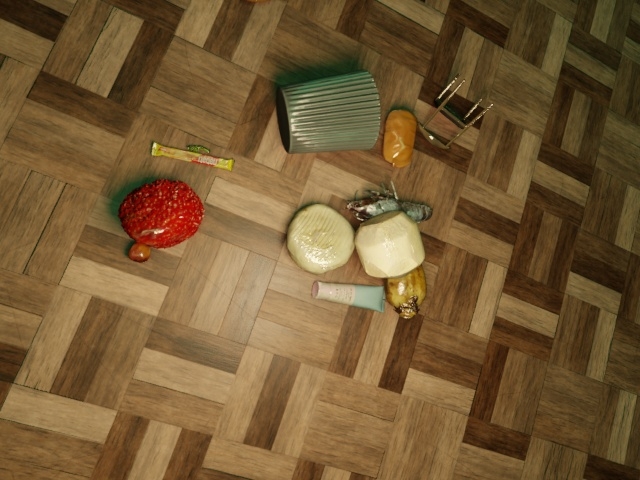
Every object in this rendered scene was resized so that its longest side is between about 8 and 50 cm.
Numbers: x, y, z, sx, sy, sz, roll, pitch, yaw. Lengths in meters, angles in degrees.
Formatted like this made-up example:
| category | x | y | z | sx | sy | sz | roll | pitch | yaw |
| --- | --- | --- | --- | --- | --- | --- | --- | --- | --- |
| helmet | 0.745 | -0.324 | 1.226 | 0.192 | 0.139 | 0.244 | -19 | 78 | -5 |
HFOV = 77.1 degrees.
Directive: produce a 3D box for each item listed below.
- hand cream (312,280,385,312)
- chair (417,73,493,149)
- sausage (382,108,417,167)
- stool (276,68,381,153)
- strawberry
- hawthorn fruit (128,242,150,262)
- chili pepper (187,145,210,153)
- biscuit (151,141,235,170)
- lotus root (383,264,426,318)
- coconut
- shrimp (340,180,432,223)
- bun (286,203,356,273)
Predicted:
| category | x | y | z | sx | sy | sz | roll | pitch | yaw |
| --- | --- | --- | --- | --- | --- | --- | --- | --- | --- |
| hand cream | 0.123 | 0.213 | 1.594 | 0.313 | 0.070 | 0.111 | 12 | 80 | -22 |
| chair | 0.566 | -0.546 | 1.729 | 0.188 | 0.166 | 0.272 | 34 | 120 | -11 |
| sausage | 0.327 | -0.420 | 1.664 | 0.136 | 0.120 | 0.241 | 5 | 84 | 0 |
| stool | 0.019 | -0.466 | 1.502 | 0.330 | 0.297 | 0.297 | -11 | 88 | -13 |
| strawberry | -0.528 | -0.091 | 1.335 | 0.261 | 0.257 | 0.260 | 1 | 78 | -6 |
| hawthorn fruit | -0.626 | 0.040 | 1.390 | 0.077 | 0.077 | 0.077 | 1 | 85 | -15 |
| chili pepper | -0.452 | -0.341 | 1.493 | 0.083 | 0.022 | 0.027 | 7 | 82 | -19 |
| biscuit | -0.466 | -0.306 | 1.483 | 0.292 | 0.026 | 0.048 | 9 | 86 | -16 |
| lotus root | 0.337 | 0.160 | 1.608 | 0.170 | 0.141 | 0.313 | 6 | 74 | -18 |
| coconut | 0.254 | 0.031 | 1.471 | 0.245 | 0.245 | 0.247 | -23 | 103 | -16 |
| shrimp | 0.271 | -0.130 | 1.610 | 0.411 | 0.166 | 0.221 | 9 | 110 | -10 |
| bun | -0.005 | 0.000 | 1.517 | 0.273 | 0.168 | 0.272 | 3 | 72 | -11 |
